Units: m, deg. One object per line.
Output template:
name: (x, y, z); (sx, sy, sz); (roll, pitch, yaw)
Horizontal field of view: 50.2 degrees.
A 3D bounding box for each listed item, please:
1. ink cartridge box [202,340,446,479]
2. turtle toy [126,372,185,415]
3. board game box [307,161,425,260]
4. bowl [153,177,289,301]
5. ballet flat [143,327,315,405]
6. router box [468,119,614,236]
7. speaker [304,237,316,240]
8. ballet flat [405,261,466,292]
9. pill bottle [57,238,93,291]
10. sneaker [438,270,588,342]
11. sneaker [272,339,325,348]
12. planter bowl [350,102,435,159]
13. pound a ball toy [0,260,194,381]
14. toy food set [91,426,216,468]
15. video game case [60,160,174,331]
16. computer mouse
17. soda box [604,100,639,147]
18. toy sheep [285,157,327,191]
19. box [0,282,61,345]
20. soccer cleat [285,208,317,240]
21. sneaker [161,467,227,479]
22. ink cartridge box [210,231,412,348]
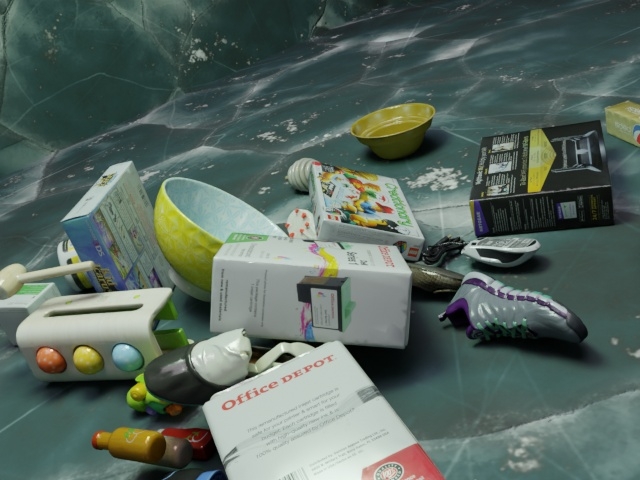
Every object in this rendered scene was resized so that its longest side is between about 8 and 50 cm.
ink cartridge box: (0.000, 0.261, 0.782); (0.197, 0.114, 0.273); (-23, 32, -12)
turtle toy: (-0.244, 0.232, 1.049); (0.130, 0.066, 0.095); (-6, 19, 25)
board game box: (0.080, -0.065, 1.357); (0.193, 0.053, 0.305); (11, 25, -10)
bowl: (-0.201, 0.023, 1.293); (0.156, 0.289, 0.289); (-58, 23, 14)
ballet flat: (-0.089, 0.165, 0.912); (0.280, 0.096, 0.095); (8, 38, -26)
router box: (0.428, -0.126, 1.326); (0.243, 0.081, 0.309); (-5, 29, 22)
speaker: (0.003, 0.057, 1.209); (0.055, 0.055, 0.136); (-25, 47, -16)
ballet flat: (0.135, 0.065, 1.172); (0.250, 0.058, 0.084); (8, -1, 32)
pill bottle: (-0.460, 0.026, 1.515); (0.208, 0.119, 0.119); (-19, 27, -4)
sneaker: (0.271, 0.121, 0.978); (0.098, 0.083, 0.224); (-48, 30, -12)
sneaker: (-0.033, 0.149, 1.112); (0.071, 0.066, 0.188); (-5, 24, -21)
planter bowl: (0.190, -0.264, 1.720); (0.217, 0.090, 0.217); (-14, 27, 7)
pound a ball toy: (-0.405, 0.143, 1.160); (0.319, 0.208, 0.135); (-6, 28, 20)
toy food set: (-0.200, 0.239, 0.961); (0.104, 0.111, 0.232); (-2, 29, 29)
video game case: (-0.370, 0.018, 1.309); (0.061, 0.269, 0.244); (-13, 26, 10)
computer mouse: (0.280, 0.022, 1.170); (0.193, 0.042, 0.106); (3, 17, 38)
soda box: (0.668, -0.236, 1.416); (0.058, 0.061, 0.181); (-20, 27, -4)
toy sheep: (-0.034, -0.160, 1.665); (0.132, 0.091, 0.091); (-12, 23, 41)
box: (-0.576, 0.148, 1.368); (0.101, 0.102, 0.087); (-3, 32, 24)
soccer cleat: (0.000, 0.000, 1.332); (0.068, 0.076, 0.196); (-57, 43, 6)
sneaker: (-0.191, 0.355, 0.780); (0.090, 0.081, 0.232); (-8, 21, 24)
ink cartridge box: (-0.012, 0.069, 1.029); (0.278, 0.117, 0.201); (5, 11, -1)
